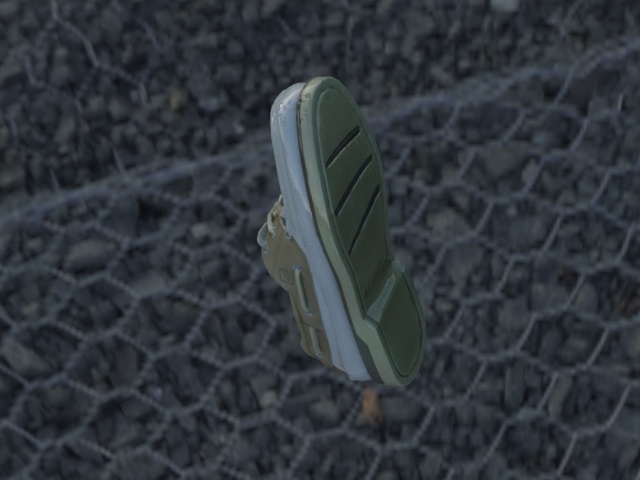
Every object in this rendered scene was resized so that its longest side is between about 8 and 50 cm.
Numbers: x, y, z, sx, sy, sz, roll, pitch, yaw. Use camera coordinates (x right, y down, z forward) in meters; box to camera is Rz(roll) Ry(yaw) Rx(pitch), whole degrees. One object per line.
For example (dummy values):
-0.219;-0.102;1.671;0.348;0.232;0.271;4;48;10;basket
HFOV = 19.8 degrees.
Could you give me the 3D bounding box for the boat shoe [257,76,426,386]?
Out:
0.000;0.000;1.532;0.103;0.302;0.113;4;37;28;boat shoe
